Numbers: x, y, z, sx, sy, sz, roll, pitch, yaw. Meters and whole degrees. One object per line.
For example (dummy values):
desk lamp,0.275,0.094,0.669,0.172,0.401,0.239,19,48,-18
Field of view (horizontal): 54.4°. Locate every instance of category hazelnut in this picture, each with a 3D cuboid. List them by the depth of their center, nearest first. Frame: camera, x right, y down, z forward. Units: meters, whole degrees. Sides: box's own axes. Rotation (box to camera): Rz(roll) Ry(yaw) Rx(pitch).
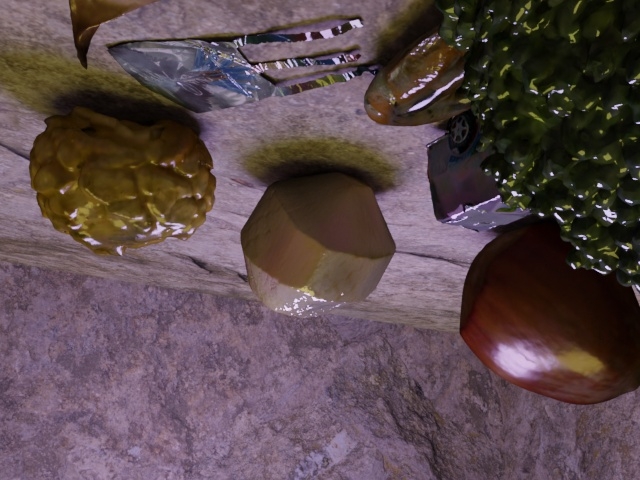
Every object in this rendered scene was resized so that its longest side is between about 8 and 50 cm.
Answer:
hazelnut,0.444,0.139,1.198,0.365,0.366,0.366,5,166,1

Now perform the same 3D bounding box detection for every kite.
kite,-0.084,-0.193,0.691,0.309,0.015,0.169,-3,163,30

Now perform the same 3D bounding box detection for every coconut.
coconut,0.000,0.000,1.032,0.259,0.260,0.259,5,166,1

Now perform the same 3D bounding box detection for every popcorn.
popcorn,-0.269,-0.080,0.872,0.249,0.190,0.250,-2,155,-1

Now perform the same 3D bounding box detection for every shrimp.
shrimp,0.140,-0.164,0.619,0.145,0.059,0.254,2,164,-25

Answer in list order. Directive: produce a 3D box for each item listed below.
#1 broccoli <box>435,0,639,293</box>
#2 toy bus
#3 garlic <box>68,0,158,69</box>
broccoli,0.235,-0.127,0.335,0.334,0.272,0.324,36,166,6
toy bus,0.236,-0.102,0.691,0.112,0.138,0.317,11,163,-19
garlic,-0.102,-0.216,0.425,0.206,0.128,0.115,-4,-153,43
